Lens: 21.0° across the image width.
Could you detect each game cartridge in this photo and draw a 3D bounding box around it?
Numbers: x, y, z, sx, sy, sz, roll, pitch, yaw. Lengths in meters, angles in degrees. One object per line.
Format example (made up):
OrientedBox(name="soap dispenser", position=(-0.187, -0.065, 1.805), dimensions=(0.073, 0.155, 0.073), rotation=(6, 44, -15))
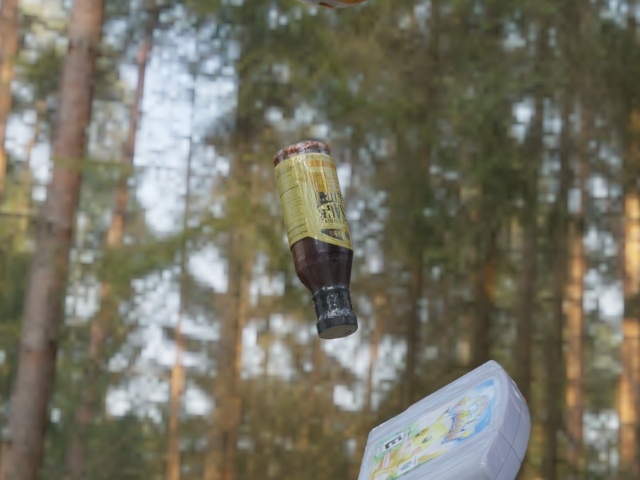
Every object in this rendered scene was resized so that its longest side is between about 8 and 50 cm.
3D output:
OrientedBox(name="game cartridge", position=(0.037, 0.064, 0.523), dimensions=(0.056, 0.017, 0.083), rotation=(-28, 12, 14))

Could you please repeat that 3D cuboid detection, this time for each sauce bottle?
OrientedBox(name="sauce bottle", position=(0.000, 0.000, 1.107), dimensions=(0.042, 0.128, 0.042), rotation=(-12, -19, -4))

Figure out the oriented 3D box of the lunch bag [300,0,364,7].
OrientedBox(name="lunch bag", position=(-0.036, -0.228, 0.624), dimensions=(0.303, 0.243, 0.115), rotation=(30, -6, -15))
